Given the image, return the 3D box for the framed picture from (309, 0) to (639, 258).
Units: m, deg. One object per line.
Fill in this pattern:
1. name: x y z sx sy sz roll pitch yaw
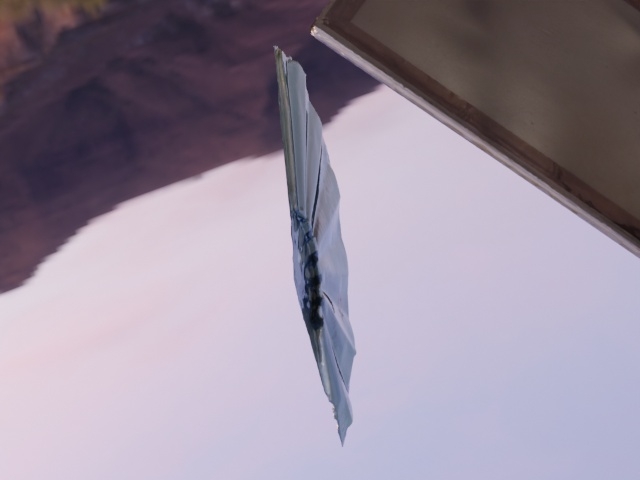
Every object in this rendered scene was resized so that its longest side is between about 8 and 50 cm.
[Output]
1. framed picture: 0.122 -0.083 0.753 0.010 0.231 0.173 -53 -178 47

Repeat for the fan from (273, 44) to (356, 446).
1. fan: 0.000 0.000 0.885 0.009 0.240 0.131 -6 -163 12
